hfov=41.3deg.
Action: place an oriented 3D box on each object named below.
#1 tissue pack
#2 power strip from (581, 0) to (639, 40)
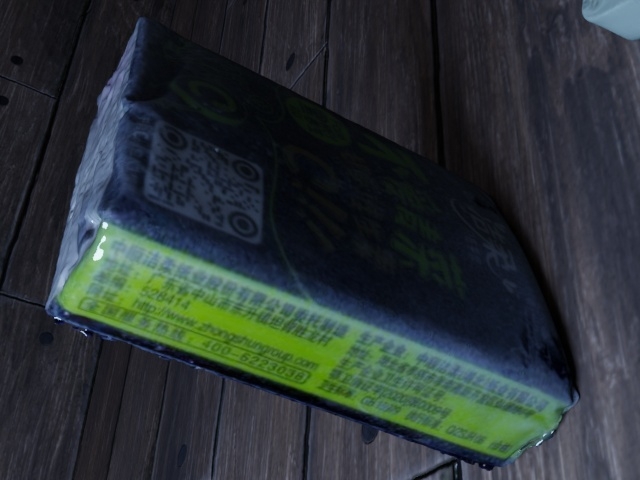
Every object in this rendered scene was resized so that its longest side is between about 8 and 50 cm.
[{"bbox_3d":[0.000,0.000,0.701,0.124,0.394,0.288,-52,27,31],"label":"tissue pack"},{"bbox_3d":[0.305,-0.364,0.753,0.091,0.062,0.385,-18,55,61],"label":"power strip"}]
